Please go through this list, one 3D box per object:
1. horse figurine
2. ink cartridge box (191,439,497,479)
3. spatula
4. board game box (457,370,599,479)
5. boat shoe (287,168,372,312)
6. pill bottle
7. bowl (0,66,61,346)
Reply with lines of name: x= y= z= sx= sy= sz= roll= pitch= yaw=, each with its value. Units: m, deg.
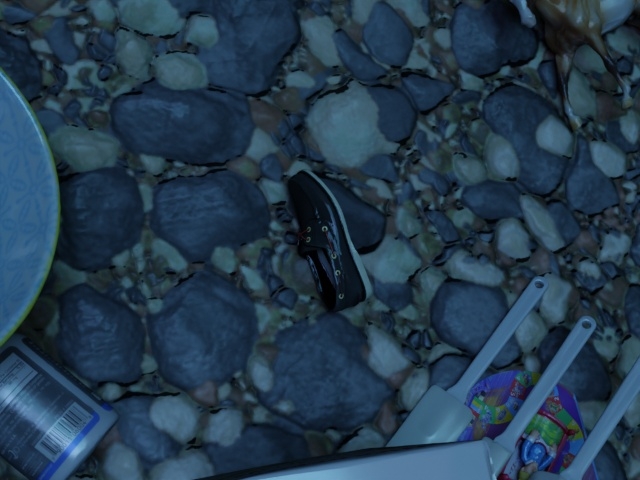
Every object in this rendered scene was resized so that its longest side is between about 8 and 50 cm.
horse figurine: x=0.323 y=-0.233 z=0.848 sx=0.263 sy=0.066 sz=0.175 roll=-23 pitch=87 yaw=-17
ink cartridge box: x=0.010 y=0.236 z=0.541 sx=0.171 sy=0.233 sz=0.168 roll=-5 pitch=76 yaw=-16
spatula: x=0.191 y=0.152 z=0.702 sx=0.168 sy=0.019 sz=0.242 roll=33 pitch=64 yaw=24
board game box: x=0.195 y=0.200 z=0.707 sx=0.133 sy=0.033 sz=0.169 roll=-8 pitch=77 yaw=-16
boat shoe: x=0.001 y=-0.001 z=0.704 sx=0.042 sy=0.049 sz=0.133 roll=-21 pitch=85 yaw=-27
pill bottle: x=-0.229 y=0.120 z=0.595 sx=0.137 sy=0.078 sz=0.078 roll=40 pitch=69 yaw=-1
bowl: x=-0.338 y=-0.010 z=0.522 sx=0.289 sy=0.156 sz=0.290 roll=14 pitch=63 yaw=-30
